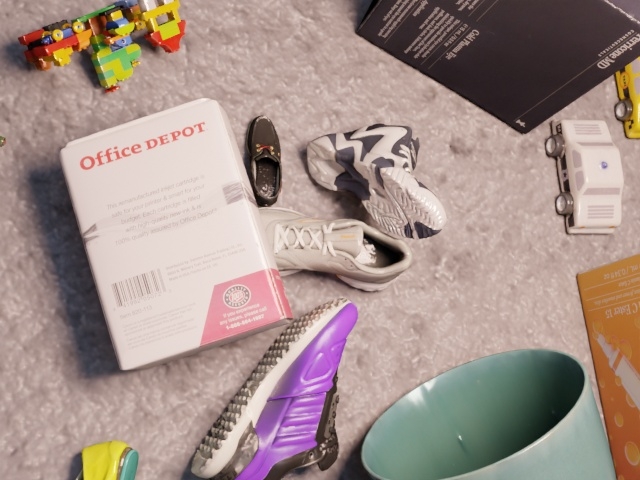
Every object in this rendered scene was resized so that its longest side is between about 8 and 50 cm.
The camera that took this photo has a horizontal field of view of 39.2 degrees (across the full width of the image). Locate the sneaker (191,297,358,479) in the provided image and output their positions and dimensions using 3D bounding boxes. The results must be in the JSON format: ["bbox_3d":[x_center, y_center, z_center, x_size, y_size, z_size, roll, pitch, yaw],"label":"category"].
[{"bbox_3d":[-0.023,0.215,1.151,0.146,0.102,0.293,41,73,-9],"label":"sneaker"}]

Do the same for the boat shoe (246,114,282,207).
[{"bbox_3d":[-0.075,-0.113,1.239,0.049,0.042,0.133,1,75,-15],"label":"boat shoe"}]

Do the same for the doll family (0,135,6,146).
[{"bbox_3d":[-0.485,-0.117,1.088,0.193,0.076,0.111,-2,97,-23],"label":"doll family"}]

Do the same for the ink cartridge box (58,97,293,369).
[{"bbox_3d":[-0.174,-0.004,1.107,0.207,0.117,0.283,-18,82,1],"label":"ink cartridge box"}]

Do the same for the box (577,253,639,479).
[{"bbox_3d":[0.519,0.187,1.263,0.168,0.215,0.345,-5,78,-18],"label":"box"}]

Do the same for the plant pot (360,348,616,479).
[{"bbox_3d":[0.231,0.309,1.112,0.293,0.293,0.235,-30,102,-22],"label":"plant pot"}]

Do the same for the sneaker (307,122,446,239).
[{"bbox_3d":[0.111,-0.097,1.231,0.153,0.235,0.094,-30,131,-33],"label":"sneaker"}]

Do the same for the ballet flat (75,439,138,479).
[{"bbox_3d":[-0.270,0.351,1.054,0.077,0.077,0.231,5,72,5],"label":"ballet flat"}]

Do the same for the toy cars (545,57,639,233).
[{"bbox_3d":[0.475,-0.185,1.407,0.176,0.087,0.393,38,69,-5],"label":"toy cars"}]

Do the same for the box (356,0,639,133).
[{"bbox_3d":[0.270,-0.348,1.245,0.313,0.343,0.179,30,69,-9],"label":"box"}]

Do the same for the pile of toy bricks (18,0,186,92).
[{"bbox_3d":[-0.282,-0.250,1.186,0.212,0.118,0.105,-35,118,-38],"label":"pile of toy bricks"}]

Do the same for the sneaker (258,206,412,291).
[{"bbox_3d":[0.000,0.000,1.192,0.263,0.121,0.099,8,75,-15],"label":"sneaker"}]
